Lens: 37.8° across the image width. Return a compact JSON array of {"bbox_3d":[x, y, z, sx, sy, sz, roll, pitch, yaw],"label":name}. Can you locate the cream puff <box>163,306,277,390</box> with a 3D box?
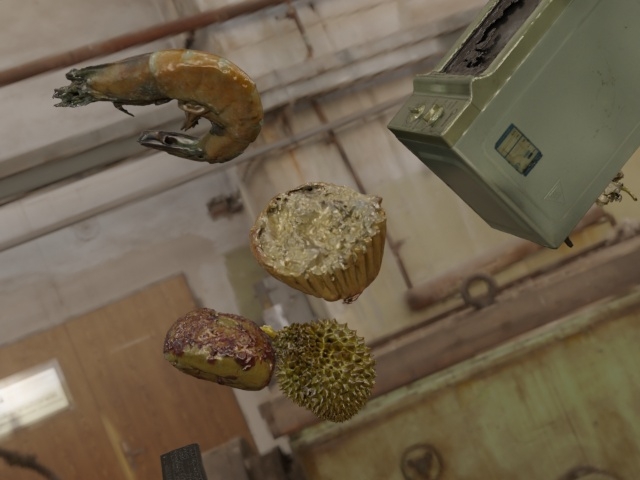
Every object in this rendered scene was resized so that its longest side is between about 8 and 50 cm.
[{"bbox_3d":[-0.116,0.129,1.129,0.149,0.084,0.149,13,-14,3],"label":"cream puff"}]

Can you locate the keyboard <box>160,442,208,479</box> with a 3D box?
[{"bbox_3d":[-0.281,0.548,1.977,0.103,0.041,0.381,-19,29,-7],"label":"keyboard"}]

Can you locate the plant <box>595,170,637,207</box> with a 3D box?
[{"bbox_3d":[0.728,-0.135,2.323,0.122,0.116,0.104,19,42,36],"label":"plant"}]

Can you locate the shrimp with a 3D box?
[{"bbox_3d":[-0.320,-0.259,1.826,0.445,0.272,0.085,3,48,15],"label":"shrimp"}]

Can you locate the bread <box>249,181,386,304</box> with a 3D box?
[{"bbox_3d":[0.000,0.000,1.839,0.274,0.149,0.274,-8,41,7],"label":"bread"}]

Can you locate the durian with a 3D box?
[{"bbox_3d":[-0.003,0.184,1.404,0.146,0.208,0.102,-53,7,1],"label":"durian"}]

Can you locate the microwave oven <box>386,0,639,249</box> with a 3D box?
[{"bbox_3d":[0.317,-0.211,1.362,0.355,0.286,0.218,-52,22,-4],"label":"microwave oven"}]
